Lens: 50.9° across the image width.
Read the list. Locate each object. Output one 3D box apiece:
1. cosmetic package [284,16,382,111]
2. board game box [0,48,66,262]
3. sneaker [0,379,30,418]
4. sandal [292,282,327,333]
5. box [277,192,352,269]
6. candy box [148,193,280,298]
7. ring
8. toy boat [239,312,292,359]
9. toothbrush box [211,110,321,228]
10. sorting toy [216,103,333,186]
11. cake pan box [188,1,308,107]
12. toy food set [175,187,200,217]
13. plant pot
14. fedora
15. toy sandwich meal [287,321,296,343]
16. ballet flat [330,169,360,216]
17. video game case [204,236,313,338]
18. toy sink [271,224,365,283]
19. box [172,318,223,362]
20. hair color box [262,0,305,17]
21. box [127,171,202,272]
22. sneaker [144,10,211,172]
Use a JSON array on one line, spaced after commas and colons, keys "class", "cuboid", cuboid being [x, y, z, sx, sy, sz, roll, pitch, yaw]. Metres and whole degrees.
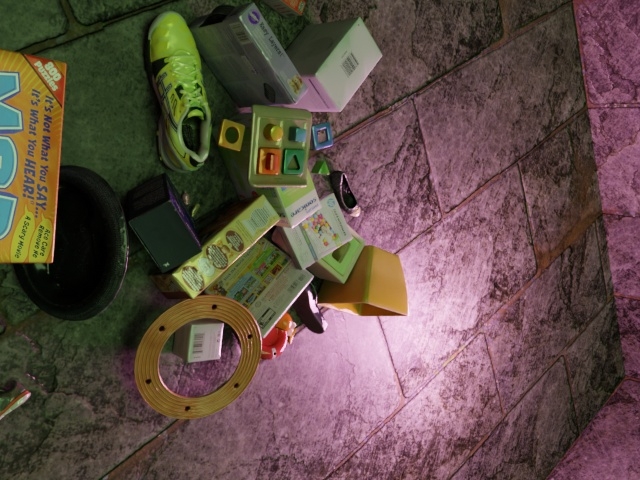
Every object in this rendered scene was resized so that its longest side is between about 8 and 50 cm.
[{"class": "cosmetic package", "cuboid": [0.006, -0.475, 1.840, 0.224, 0.224, 0.138, -55, 130, -20]}, {"class": "board game box", "cuboid": [-0.702, -0.159, 1.190, 0.356, 0.356, 0.357, 1, 96, -42]}, {"class": "sneaker", "cuboid": [-0.722, 0.368, 1.475, 0.158, 0.061, 0.065, -38, 93, -31]}, {"class": "sandal", "cuboid": [-0.045, 0.174, 2.003, 0.054, 0.097, 0.255, -54, 138, -35]}, {"class": "box", "cuboid": [-0.015, -0.026, 1.861, 0.186, 0.038, 0.145, -31, 106, -27]}, {"class": "candy box", "cuboid": [-0.268, 0.017, 1.706, 0.316, 0.182, 0.088, -44, 107, -27]}, {"class": "ring", "cuboid": [-0.307, 0.294, 1.705, 0.336, 0.032, 0.337, -9, 110, -27]}, {"class": "toy boat", "cuboid": [-0.138, 0.222, 1.881, 0.150, 0.151, 0.231, -8, 102, -40]}, {"class": "toothbrush box", "cuboid": [-0.142, -0.191, 1.772, 0.122, 0.206, 0.283, -37, 120, -30]}, {"class": "sorting toy", "cuboid": [-0.092, -0.228, 1.641, 0.347, 0.047, 0.196, -4, 100, -40]}, {"class": "cake pan box", "cuboid": [-0.188, -0.451, 1.664, 0.070, 0.245, 0.267, -54, 126, -25]}, {"class": "toy food set", "cuboid": [-0.372, -0.099, 1.715, 0.122, 0.019, 0.078, 36, 74, -31]}, {"class": "plant pot", "cuboid": [0.139, 0.124, 2.084, 0.212, 0.212, 0.187, 19, 72, -41]}, {"class": "fedora", "cuboid": [-0.518, 0.002, 1.481, 0.152, 0.333, 0.334, -16, 110, -70]}, {"class": "toy sandwich meal", "cuboid": [-0.104, 0.274, 2.001, 0.085, 0.029, 0.086, -8, 102, -40]}, {"class": "ballet flat", "cuboid": [0.081, -0.141, 2.078, 0.057, 0.049, 0.173, -46, 124, -24]}, {"class": "video game case", "cuboid": [-0.166, 0.120, 1.837, 0.206, 0.026, 0.227, 37, 67, 8]}, {"class": "toy sink", "cuboid": [0.000, 0.000, 1.977, 0.234, 0.131, 0.153, 42, 70, -37]}, {"class": "box", "cuboid": [-0.322, 0.258, 1.770, 0.101, 0.087, 0.101, 2, 97, -42]}, {"class": "hair color box", "cuboid": [-0.116, -0.655, 1.806, 0.141, 0.072, 0.043, 25, 81, -42]}, {"class": "box", "cuboid": [-0.370, -0.046, 1.586, 0.108, 0.207, 0.153, -29, 120, -3]}, {"class": "sneaker", "cuboid": [-0.323, -0.357, 1.627, 0.145, 0.147, 0.385, -17, 107, -36]}]
